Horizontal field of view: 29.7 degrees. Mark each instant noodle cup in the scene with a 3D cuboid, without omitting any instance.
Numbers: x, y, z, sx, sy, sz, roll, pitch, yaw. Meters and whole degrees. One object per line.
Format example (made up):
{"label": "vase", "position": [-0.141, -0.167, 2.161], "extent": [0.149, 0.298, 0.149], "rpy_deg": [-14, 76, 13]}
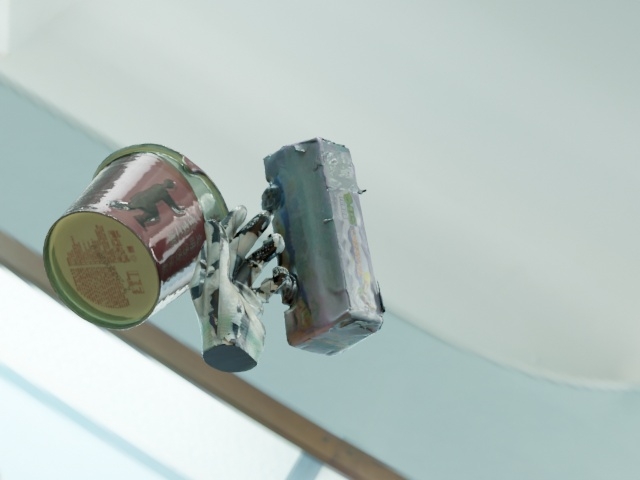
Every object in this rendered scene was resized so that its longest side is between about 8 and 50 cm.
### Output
{"label": "instant noodle cup", "position": [-0.263, 0.003, 1.678], "extent": [0.235, 0.178, 0.234], "rpy_deg": [10, -62, 19]}

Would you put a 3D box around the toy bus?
{"label": "toy bus", "position": [0.000, 0.000, 1.754], "extent": [0.138, 0.317, 0.112], "rpy_deg": [-29, -30, 36]}

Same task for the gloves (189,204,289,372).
{"label": "gloves", "position": [-0.115, 0.055, 1.563], "extent": [0.127, 0.212, 0.111], "rpy_deg": [19, -39, -30]}
